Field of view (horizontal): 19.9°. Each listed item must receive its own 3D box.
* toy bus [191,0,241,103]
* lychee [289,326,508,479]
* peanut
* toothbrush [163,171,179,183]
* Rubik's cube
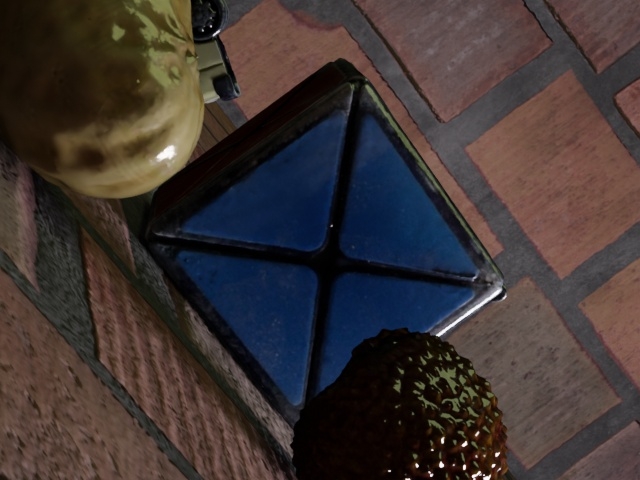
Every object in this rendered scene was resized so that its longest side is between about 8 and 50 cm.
[{"bbox_3d":[-0.206,-0.281,2.015,0.143,0.179,0.305,-106,177,-82],"label":"toy bus"},{"bbox_3d":[0.070,0.171,1.528,0.188,0.188,0.188,52,3,-4],"label":"lychee"},{"bbox_3d":[-0.209,-0.194,1.417,0.387,0.192,0.169,55,11,32],"label":"peanut"},{"bbox_3d":[-0.228,-0.151,2.122,0.286,0.025,0.020,54,3,23],"label":"toothbrush"},{"bbox_3d":[0.000,0.000,1.770,0.260,0.259,0.255,56,4,-10],"label":"Rubik's cube"}]
